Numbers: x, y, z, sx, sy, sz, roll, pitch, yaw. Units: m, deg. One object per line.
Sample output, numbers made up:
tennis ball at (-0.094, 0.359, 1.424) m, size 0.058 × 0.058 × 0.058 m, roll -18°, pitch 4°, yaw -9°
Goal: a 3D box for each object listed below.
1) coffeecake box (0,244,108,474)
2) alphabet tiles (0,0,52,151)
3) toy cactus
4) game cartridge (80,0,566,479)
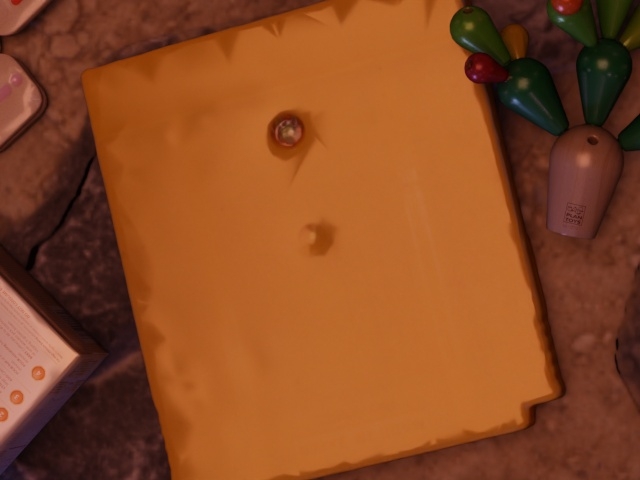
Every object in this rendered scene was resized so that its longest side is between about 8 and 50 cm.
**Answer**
coffeecake box at (-0.271, 0.101, 1.355) m, size 0.142 × 0.068 × 0.185 m, roll 44°, pitch 97°, yaw 11°
alphabet tiles at (-0.337, -0.162, 1.414) m, size 0.278 × 0.021 × 0.284 m, roll -43°, pitch 78°, yaw 10°
toy cactus at (0.189, -0.090, 1.237) m, size 0.219 × 0.112 × 0.181 m, roll 10°, pitch 98°, yaw -6°
game cartridge at (0.000, 0.000, 1.310) m, size 0.285 × 0.052 × 0.324 m, roll -14°, pitch 85°, yaw 12°
